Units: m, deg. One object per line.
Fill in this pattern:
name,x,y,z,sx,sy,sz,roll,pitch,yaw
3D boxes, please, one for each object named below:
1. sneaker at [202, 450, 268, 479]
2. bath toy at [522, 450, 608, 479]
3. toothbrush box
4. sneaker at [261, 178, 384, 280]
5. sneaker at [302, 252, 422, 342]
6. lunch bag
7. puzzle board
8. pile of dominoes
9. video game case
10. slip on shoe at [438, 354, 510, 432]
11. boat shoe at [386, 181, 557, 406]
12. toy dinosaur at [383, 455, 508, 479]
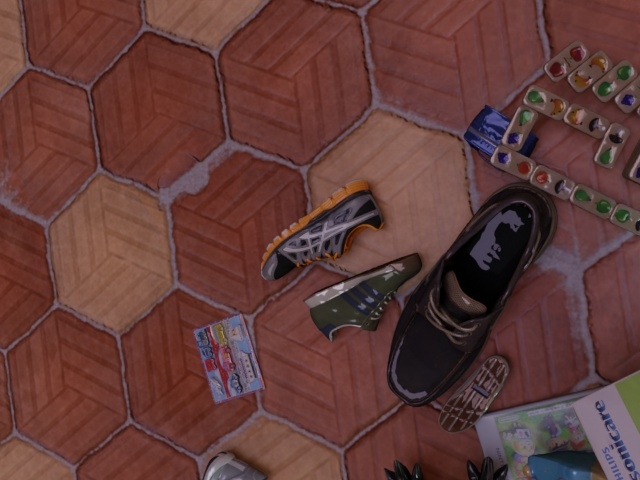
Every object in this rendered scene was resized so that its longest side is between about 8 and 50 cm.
sneaker,-0.138,0.459,1.226,0.132,0.086,0.229,17,96,18
bath toy,0.331,0.447,1.006,0.151,0.128,0.349,20,108,61
toothbrush box,0.464,0.174,0.871,0.283,0.206,0.122,-40,59,33
sneaker,0.000,0.000,1.167,0.215,0.084,0.083,-38,82,17
sneaker,0.073,0.090,1.153,0.192,0.064,0.086,-23,90,20
lunch bag,0.249,-0.134,1.074,0.098,0.067,0.065,37,104,16
puzzle board,-0.150,0.192,1.265,0.096,0.011,0.128,-21,84,21
pile of dominoes,0.374,-0.132,1.002,0.251,0.040,0.196,26,99,1
video game case,0.338,0.311,1.067,0.212,0.023,0.194,-19,84,20
slip on shoe,0.219,0.216,1.103,0.051,0.041,0.135,36,103,16
boat shoe,0.188,0.074,1.066,0.132,0.130,0.356,32,102,18
toy dinosaur,0.154,0.410,1.021,0.164,0.218,0.322,7,135,5
